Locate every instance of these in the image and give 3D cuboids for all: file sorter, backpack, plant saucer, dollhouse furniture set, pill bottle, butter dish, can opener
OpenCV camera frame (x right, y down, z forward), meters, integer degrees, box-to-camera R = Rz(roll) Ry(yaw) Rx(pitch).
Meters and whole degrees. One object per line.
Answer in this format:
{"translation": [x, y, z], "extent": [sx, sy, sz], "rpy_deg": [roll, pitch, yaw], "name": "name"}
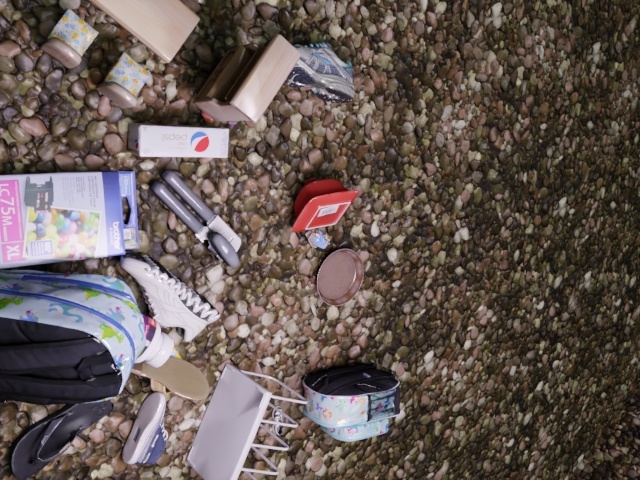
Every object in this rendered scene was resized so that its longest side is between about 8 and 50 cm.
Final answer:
{"translation": [-0.185, 0.498, 1.734], "extent": [0.173, 0.192, 0.278], "rpy_deg": [24, 88, -42], "name": "file sorter"}
{"translation": [0.074, 0.455, 1.894], "extent": [0.253, 0.225, 0.191], "rpy_deg": [1, 97, -33], "name": "backpack"}
{"translation": [0.051, 0.103, 1.900], "extent": [0.168, 0.029, 0.169], "rpy_deg": [-10, 108, -34], "name": "plant saucer"}
{"translation": [-0.278, -0.420, 1.332], "extent": [0.394, 0.256, 0.362], "rpy_deg": [37, 80, -29], "name": "dollhouse furniture set"}
{"translation": [-0.526, 0.190, 1.298], "extent": [0.273, 0.355, 0.290], "rpy_deg": [-55, 146, -53], "name": "backpack"}
{"translation": [-0.432, 0.211, 1.509], "extent": [0.193, 0.108, 0.108], "rpy_deg": [39, 79, -32], "name": "pill bottle"}
{"translation": [-0.006, -0.110, 1.751], "extent": [0.160, 0.118, 0.160], "rpy_deg": [-11, 153, -33], "name": "butter dish"}
{"translation": [-0.281, -0.051, 1.577], "extent": [0.074, 0.093, 0.280], "rpy_deg": [-49, 121, -14], "name": "can opener"}

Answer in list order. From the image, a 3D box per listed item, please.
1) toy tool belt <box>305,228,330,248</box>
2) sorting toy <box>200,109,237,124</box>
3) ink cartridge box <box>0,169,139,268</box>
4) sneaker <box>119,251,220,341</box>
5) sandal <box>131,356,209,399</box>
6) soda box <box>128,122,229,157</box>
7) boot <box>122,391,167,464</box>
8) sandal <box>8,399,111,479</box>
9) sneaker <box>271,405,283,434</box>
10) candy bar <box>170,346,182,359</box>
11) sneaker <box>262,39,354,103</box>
{"translation": [0.000, 0.000, 1.818], "extent": [0.083, 0.051, 0.052], "rpy_deg": [43, 76, -37], "name": "toy tool belt"}
{"translation": [-0.231, -0.290, 1.562], "extent": [0.101, 0.061, 0.042], "rpy_deg": [12, 133, -4], "name": "sorting toy"}
{"translation": [-0.526, -0.051, 1.396], "extent": [0.310, 0.065, 0.186], "rpy_deg": [-7, 99, -38], "name": "ink cartridge box"}
{"translation": [-0.365, 0.135, 1.557], "extent": [0.118, 0.110, 0.292], "rpy_deg": [-48, 125, -5], "name": "sneaker"}
{"translation": [-0.389, 0.326, 1.615], "extent": [0.240, 0.079, 0.088], "rpy_deg": [29, 49, -21], "name": "sandal"}
{"translation": [-0.319, -0.225, 1.504], "extent": [0.216, 0.073, 0.069], "rpy_deg": [-4, 105, -36], "name": "soda box"}
{"translation": [-0.410, 0.463, 1.640], "extent": [0.086, 0.069, 0.190], "rpy_deg": [24, 96, -45], "name": "boot"}
{"translation": [-0.587, 0.432, 1.499], "extent": [0.254, 0.054, 0.097], "rpy_deg": [-41, 123, -21], "name": "sandal"}
{"translation": [-0.116, 0.510, 1.884], "extent": [0.031, 0.037, 0.084], "rpy_deg": [-8, 106, -33], "name": "sneaker"}
{"translation": [-0.348, 0.326, 1.672], "extent": [0.040, 0.018, 0.162], "rpy_deg": [-39, 123, -22], "name": "candy bar"}
{"translation": [-0.029, -0.443, 1.660], "extent": [0.282, 0.110, 0.122], "rpy_deg": [18, 74, -41], "name": "sneaker"}
